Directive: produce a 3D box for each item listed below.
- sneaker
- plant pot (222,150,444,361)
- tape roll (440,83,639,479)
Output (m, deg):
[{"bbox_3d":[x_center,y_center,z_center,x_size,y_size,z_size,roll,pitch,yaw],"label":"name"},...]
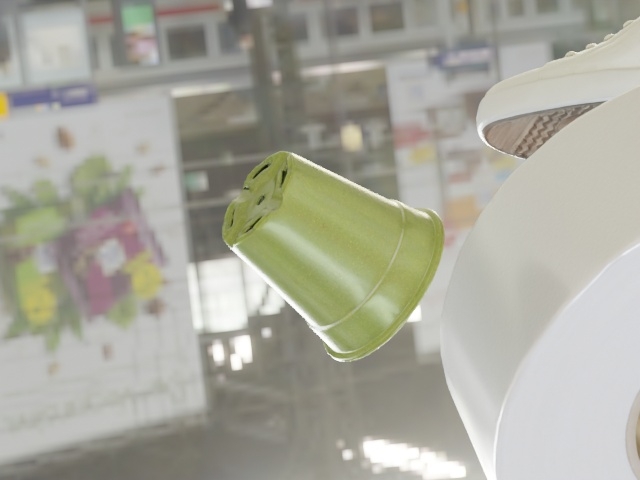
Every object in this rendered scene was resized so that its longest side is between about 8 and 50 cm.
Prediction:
[{"bbox_3d":[0.253,-0.136,1.369,0.290,0.123,0.106,-10,154,1],"label":"sneaker"},{"bbox_3d":[0.000,0.000,0.843,0.079,0.083,0.083,35,169,-23],"label":"plant pot"},{"bbox_3d":[0.208,0.050,0.926,0.286,0.286,0.100,-8,-142,-10],"label":"tape roll"}]
